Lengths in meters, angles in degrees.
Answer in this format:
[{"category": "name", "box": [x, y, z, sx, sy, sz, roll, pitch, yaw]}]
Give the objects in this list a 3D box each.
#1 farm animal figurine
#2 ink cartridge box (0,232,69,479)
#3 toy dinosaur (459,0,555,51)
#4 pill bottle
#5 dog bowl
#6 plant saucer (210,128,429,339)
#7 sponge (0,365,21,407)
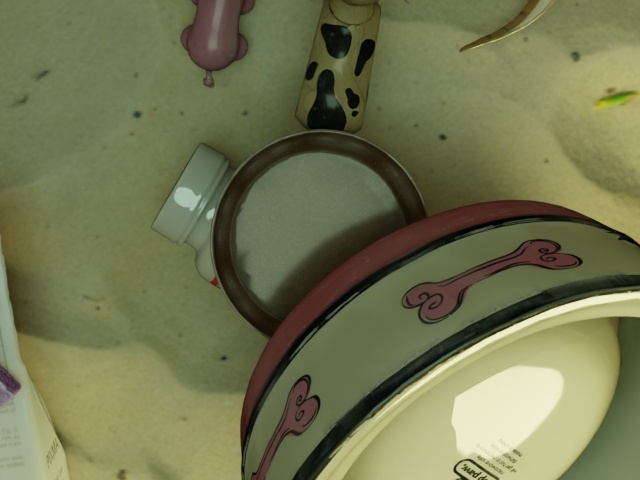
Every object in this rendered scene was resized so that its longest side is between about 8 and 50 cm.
[{"category": "farm animal figurine", "box": [-0.016, -0.263, 1.073, 0.327, 0.172, 0.330, -43, 100, 9]}, {"category": "ink cartridge box", "box": [-0.381, 0.164, 1.225, 0.308, 0.091, 0.385, -7, 102, 2]}, {"category": "toy dinosaur", "box": [0.198, -0.232, 1.147, 0.112, 0.064, 0.212, 18, 94, 14]}, {"category": "pill bottle", "box": [-0.040, 0.002, 1.171, 0.180, 0.108, 0.108, 30, 102, -6]}, {"category": "dog bowl", "box": [0.120, 0.144, 1.101, 0.408, 0.150, 0.408, -17, 135, -17]}, {"category": "plant saucer", "box": [0.000, 0.000, 1.106, 0.168, 0.029, 0.169, 0, 93, -5]}, {"category": "sponge", "box": [-0.349, 0.083, 1.144, 0.117, 0.031, 0.210, -41, 97, 9]}]
